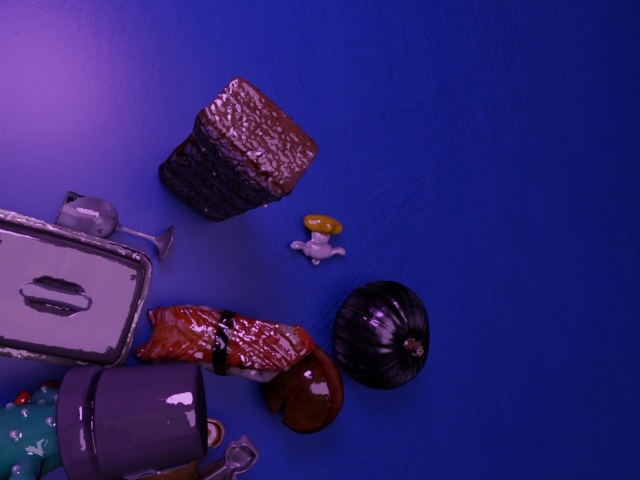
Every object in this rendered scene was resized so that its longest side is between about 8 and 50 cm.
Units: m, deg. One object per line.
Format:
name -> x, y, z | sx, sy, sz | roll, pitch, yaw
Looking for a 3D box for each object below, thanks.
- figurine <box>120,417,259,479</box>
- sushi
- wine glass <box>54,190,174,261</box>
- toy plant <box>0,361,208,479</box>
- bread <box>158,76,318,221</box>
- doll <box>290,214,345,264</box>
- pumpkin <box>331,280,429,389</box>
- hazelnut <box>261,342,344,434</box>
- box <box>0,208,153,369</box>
figurine -> -0.292, 0.411, 0.906 | 0.342, 0.167, 0.285 | 9, 87, -34
sushi -> -0.182, 0.195, 0.951 | 0.331, 0.130, 0.124 | 12, 68, -7
wine glass -> -0.374, -0.025, 0.920 | 0.195, 0.079, 0.079 | 22, 78, -29
toy plant -> -0.378, 0.297, 0.754 | 0.399, 0.185, 0.280 | -8, 51, -8
bread -> -0.166, -0.126, 0.851 | 0.165, 0.416, 0.113 | 42, 70, -17
doll -> 0.007, 0.001, 1.144 | 0.135, 0.071, 0.113 | 35, 80, -29
pumpkin -> 0.150, 0.218, 1.135 | 0.249, 0.216, 0.250 | -12, 110, -37
hazelnut -> -0.034, 0.295, 1.060 | 0.178, 0.178, 0.204 | -34, 74, -25
box -> -0.442, 0.087, 0.829 | 0.290, 0.166, 0.221 | 20, 79, -29
